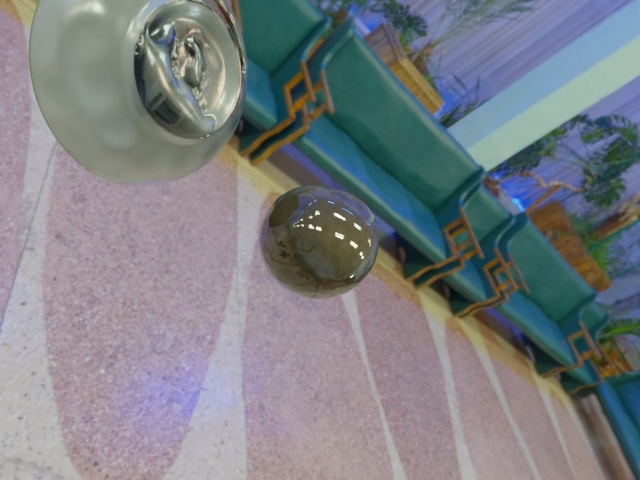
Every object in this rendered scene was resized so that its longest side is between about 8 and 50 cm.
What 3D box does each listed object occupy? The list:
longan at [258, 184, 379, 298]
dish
[{"bbox_3d":[0.000,0.000,0.825,0.187,0.167,0.167,-29,85,-42],"label":"longan"},{"bbox_3d":[-0.198,-0.225,0.779,0.324,0.124,0.323,-21,117,-49],"label":"dish"}]
